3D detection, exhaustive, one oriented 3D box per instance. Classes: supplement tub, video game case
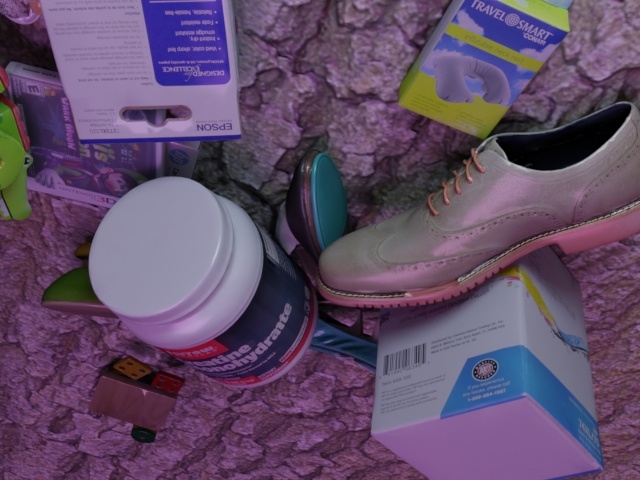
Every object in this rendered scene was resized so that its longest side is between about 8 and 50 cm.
[{"bbox_3d":[-0.132,0.058,0.987,0.191,0.191,0.272,-8,153,20],"label":"supplement tub"},{"bbox_3d":[-0.265,-0.108,0.935,0.173,0.022,0.190,13,140,-1],"label":"video game case"}]

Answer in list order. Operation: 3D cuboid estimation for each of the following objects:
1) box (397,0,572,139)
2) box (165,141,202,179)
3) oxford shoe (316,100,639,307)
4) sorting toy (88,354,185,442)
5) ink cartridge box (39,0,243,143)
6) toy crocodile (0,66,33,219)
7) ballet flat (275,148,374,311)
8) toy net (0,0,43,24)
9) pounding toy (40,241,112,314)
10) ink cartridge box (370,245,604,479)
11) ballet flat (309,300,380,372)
[{"bbox_3d":[0.164,-0.189,0.810,0.109,0.042,0.178,19,139,-11],"label":"box"},{"bbox_3d":[-0.248,-0.102,0.990,0.186,0.038,0.145,17,139,-10],"label":"box"},{"bbox_3d":[0.168,-0.044,0.896,0.397,0.140,0.146,-21,125,7],"label":"oxford shoe"},{"bbox_3d":[-0.321,0.263,1.407,0.132,0.046,0.274,20,138,-11],"label":"sorting toy"},{"bbox_3d":[-0.171,-0.256,0.740,0.176,0.069,0.371,-2,130,0],"label":"ink cartridge box"},{"bbox_3d":[-0.370,-0.161,0.838,0.115,0.105,0.340,30,145,34],"label":"toy crocodile"},{"bbox_3d":[0.000,0.000,1.020,0.096,0.095,0.280,1,140,28],"label":"ballet flat"},{"bbox_3d":[-0.267,-0.224,0.856,0.232,0.045,0.122,36,135,-24],"label":"toy net"},{"bbox_3d":[-0.290,0.051,1.144,0.183,0.110,0.237,8,169,-14],"label":"pounding toy"},{"bbox_3d":[0.203,0.138,0.997,0.198,0.270,0.197,-23,131,32],"label":"ink cartridge box"},{"bbox_3d":[0.057,0.134,1.129,0.247,0.087,0.083,17,-178,21],"label":"ballet flat"}]
